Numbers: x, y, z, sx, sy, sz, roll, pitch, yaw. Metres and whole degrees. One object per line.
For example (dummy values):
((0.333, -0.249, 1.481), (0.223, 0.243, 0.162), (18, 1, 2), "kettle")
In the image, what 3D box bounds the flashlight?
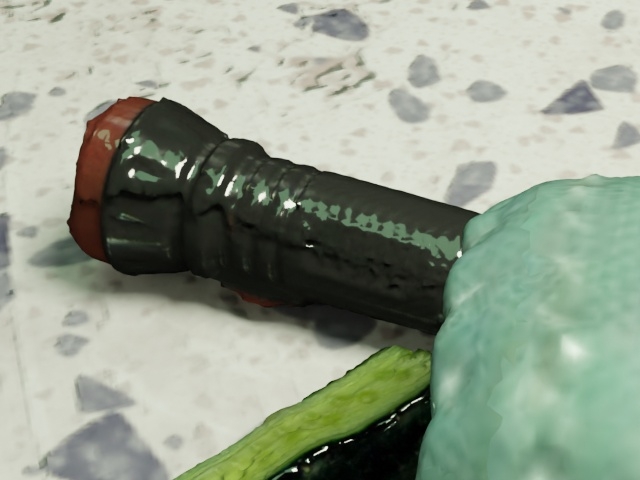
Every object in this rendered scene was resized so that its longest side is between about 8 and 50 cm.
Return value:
((0.000, 0.000, 0.602), (0.232, 0.093, 0.093), (18, 45, 16), "flashlight")

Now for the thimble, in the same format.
((0.110, 0.085, 0.393), (0.143, 0.198, 0.235), (5, 68, 16), "thimble")

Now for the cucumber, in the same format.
((-0.031, 0.118, 0.488), (0.211, 0.062, 0.078), (-31, 13, -19), "cucumber")
